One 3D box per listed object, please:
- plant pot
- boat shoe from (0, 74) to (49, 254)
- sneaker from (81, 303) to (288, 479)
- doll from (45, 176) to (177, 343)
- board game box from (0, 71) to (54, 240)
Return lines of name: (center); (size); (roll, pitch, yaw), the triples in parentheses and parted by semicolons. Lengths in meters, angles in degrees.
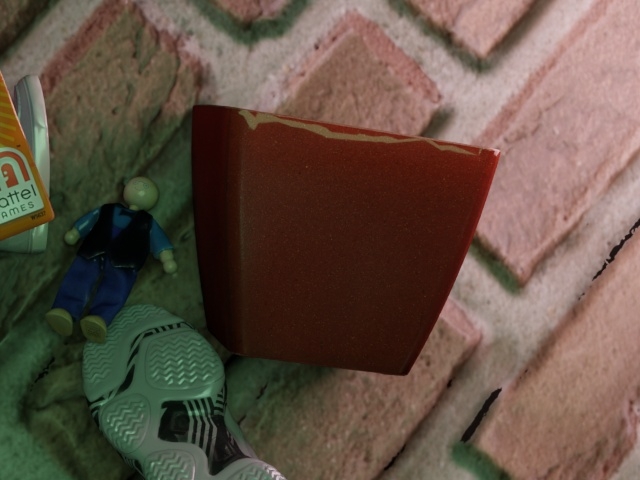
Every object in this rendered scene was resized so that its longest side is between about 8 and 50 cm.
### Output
plant pot: (0.000, 0.000, 1.726); (0.267, 0.267, 0.236); (9, 93, -12)
boat shoe: (-0.311, -0.078, 1.758); (0.063, 0.066, 0.184); (0, 92, -14)
sneaker: (-0.121, 0.241, 1.719); (0.137, 0.210, 0.366); (-27, 54, -16)
doll: (-0.207, 0.015, 1.753); (0.129, 0.046, 0.189); (11, 57, 14)
board game box: (-0.496, -0.115, 1.525); (0.356, 0.356, 0.356); (-23, 97, -20)
